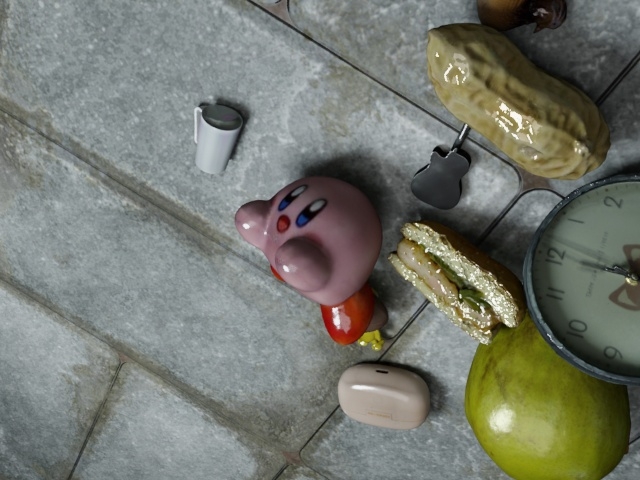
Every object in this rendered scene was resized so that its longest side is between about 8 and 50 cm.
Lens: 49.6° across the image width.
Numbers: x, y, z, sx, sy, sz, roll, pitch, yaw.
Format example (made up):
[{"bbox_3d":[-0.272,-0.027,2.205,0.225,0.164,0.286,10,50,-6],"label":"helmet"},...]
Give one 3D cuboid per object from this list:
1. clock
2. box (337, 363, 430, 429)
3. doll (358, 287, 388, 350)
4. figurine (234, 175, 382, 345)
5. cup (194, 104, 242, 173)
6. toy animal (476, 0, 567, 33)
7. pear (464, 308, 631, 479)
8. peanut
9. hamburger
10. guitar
[{"bbox_3d":[0.475,0.057,1.048,0.325,0.067,0.325,-3,81,16],"label":"clock"},{"bbox_3d":[0.135,0.333,1.478,0.200,0.088,0.146,6,125,19],"label":"box"},{"bbox_3d":[0.068,0.143,1.383,0.145,0.096,0.188,30,155,19],"label":"doll"},{"bbox_3d":[0.006,0.000,1.232,0.270,0.211,0.261,43,172,38],"label":"figurine"},{"bbox_3d":[-0.200,-0.194,1.271,0.104,0.074,0.116,44,136,20],"label":"cup"},{"bbox_3d":[0.278,-0.374,0.949,0.179,0.089,0.188,14,128,-7],"label":"toy animal"},{"bbox_3d":[0.392,0.245,1.201,0.287,0.287,0.375,5,104,18],"label":"pear"},{"bbox_3d":[0.280,-0.201,1.008,0.325,0.153,0.140,32,118,-15],"label":"peanut"},{"bbox_3d":[0.252,0.059,1.196,0.262,0.131,0.124,45,133,29],"label":"hamburger"},{"bbox_3d":[0.226,-0.152,1.150,0.088,0.025,0.233,26,128,5],"label":"guitar"}]
